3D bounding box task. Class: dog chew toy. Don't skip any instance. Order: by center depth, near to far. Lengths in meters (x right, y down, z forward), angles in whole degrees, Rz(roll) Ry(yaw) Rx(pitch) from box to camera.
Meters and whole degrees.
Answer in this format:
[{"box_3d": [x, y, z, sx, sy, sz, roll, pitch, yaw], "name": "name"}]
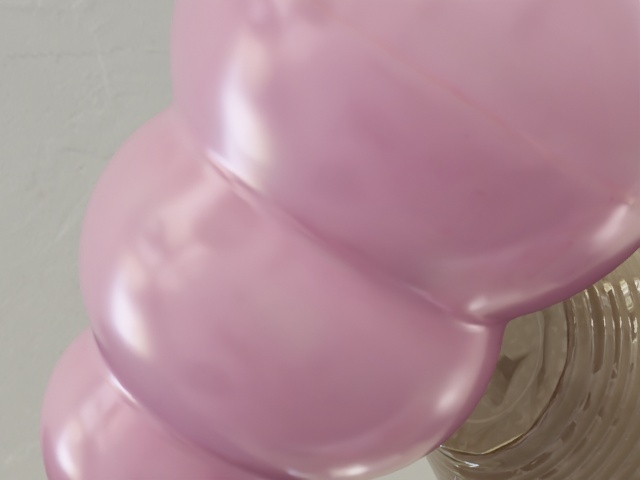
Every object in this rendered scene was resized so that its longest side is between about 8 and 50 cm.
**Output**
[{"box_3d": [0.000, 0.000, 0.426, 0.207, 0.206, 0.331, 27, -74, -24], "name": "dog chew toy"}]

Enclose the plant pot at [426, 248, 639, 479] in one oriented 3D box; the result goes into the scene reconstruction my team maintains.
[{"box_3d": [0.126, 0.071, 0.586, 0.110, 0.237, 0.237, 20, -58, -38], "name": "plant pot"}]
